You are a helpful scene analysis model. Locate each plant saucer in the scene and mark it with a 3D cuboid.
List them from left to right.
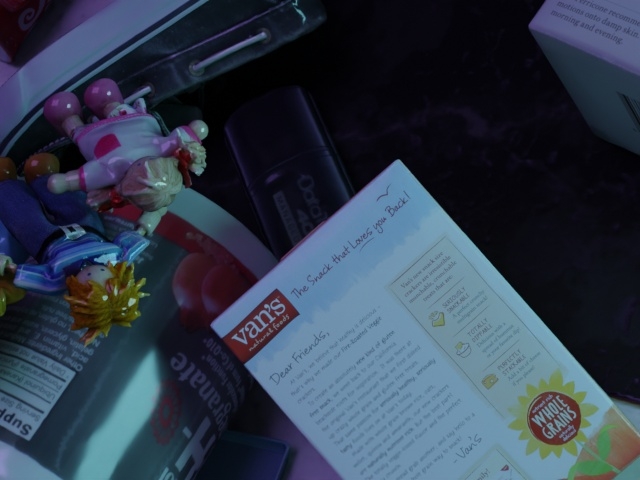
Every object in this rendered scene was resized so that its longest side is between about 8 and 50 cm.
[{"bbox_3d":[-0.108,0.159,1.229,0.192,0.018,0.067,9,69,31],"label":"plant saucer"}]

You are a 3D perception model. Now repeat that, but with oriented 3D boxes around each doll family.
[{"bbox_3d":[-0.186,0.006,1.069,0.263,0.118,0.163,-19,36,-18],"label":"doll family"}]

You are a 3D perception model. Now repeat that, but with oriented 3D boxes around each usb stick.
[{"bbox_3d":[0.000,0.000,1.238,0.077,0.045,0.278,-27,54,5],"label":"usb stick"}]

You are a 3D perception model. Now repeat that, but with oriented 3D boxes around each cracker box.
[{"bbox_3d":[0.066,0.086,1.071,0.156,0.067,0.232,-41,87,3],"label":"cracker box"}]

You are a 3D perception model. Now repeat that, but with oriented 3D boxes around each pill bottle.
[{"bbox_3d":[-0.165,0.123,1.139,0.176,0.176,0.318,14,59,34],"label":"pill bottle"}]

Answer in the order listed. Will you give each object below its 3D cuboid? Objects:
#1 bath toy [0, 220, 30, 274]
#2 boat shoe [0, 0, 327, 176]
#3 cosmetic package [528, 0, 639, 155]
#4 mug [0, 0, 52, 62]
[{"bbox_3d":[-0.377,0.009,1.309,0.348,0.151,0.129,7,35,2],"label":"bath toy"},{"bbox_3d":[-0.139,-0.119,1.327,0.335,0.121,0.119,-32,95,34],"label":"boat shoe"},{"bbox_3d":[0.325,-0.212,1.104,0.197,0.155,0.365,32,82,36],"label":"cosmetic package"},{"bbox_3d":[-0.242,-0.244,1.467,0.150,0.113,0.169,30,77,33],"label":"mug"}]
